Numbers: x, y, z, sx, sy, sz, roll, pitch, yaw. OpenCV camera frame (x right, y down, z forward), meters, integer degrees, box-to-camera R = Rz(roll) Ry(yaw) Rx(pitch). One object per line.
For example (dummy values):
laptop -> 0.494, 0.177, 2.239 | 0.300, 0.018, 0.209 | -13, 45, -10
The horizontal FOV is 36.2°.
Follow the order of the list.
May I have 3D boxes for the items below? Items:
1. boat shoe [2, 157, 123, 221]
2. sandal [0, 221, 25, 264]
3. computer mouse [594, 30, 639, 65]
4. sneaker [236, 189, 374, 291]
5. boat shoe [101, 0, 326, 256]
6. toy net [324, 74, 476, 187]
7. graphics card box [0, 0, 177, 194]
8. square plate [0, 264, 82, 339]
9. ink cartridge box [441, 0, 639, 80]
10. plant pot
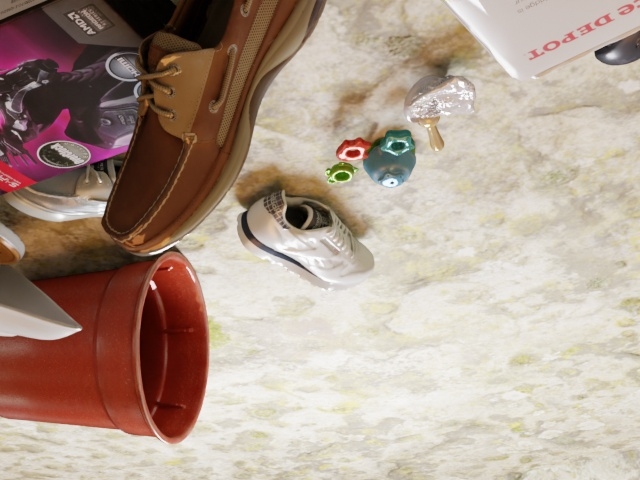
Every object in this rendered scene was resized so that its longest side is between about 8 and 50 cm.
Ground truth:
boat shoe -> -0.267, -0.072, 1.183 | 0.227, 0.079, 0.081 | 5, 143, -35
sandal -> -0.423, -0.010, 1.087 | 0.102, 0.076, 0.265 | -9, 152, 21
computer mouse -> 0.350, -0.252, 0.980 | 0.071, 0.041, 0.242 | 5, 149, -14
sneaker -> 0.000, 0.000, 1.345 | 0.235, 0.090, 0.095 | 20, 133, -39
boat shoe -> -0.117, -0.144, 0.882 | 0.123, 0.324, 0.116 | 22, 173, 42
toy net -> 0.095, -0.136, 1.154 | 0.122, 0.045, 0.232 | 10, 146, -21
graphics card box -> -0.313, -0.159, 0.999 | 0.371, 0.094, 0.233 | -17, 149, 19
square plate -> -0.498, 0.028, 1.148 | 0.347, 0.049, 0.344 | 21, -178, -38
ink cartridge box -> 0.181, -0.290, 0.796 | 0.226, 0.131, 0.306 | -23, 148, 28
plant pot -> -0.331, 0.156, 1.418 | 0.265, 0.272, 0.272 | -2, 152, 13
